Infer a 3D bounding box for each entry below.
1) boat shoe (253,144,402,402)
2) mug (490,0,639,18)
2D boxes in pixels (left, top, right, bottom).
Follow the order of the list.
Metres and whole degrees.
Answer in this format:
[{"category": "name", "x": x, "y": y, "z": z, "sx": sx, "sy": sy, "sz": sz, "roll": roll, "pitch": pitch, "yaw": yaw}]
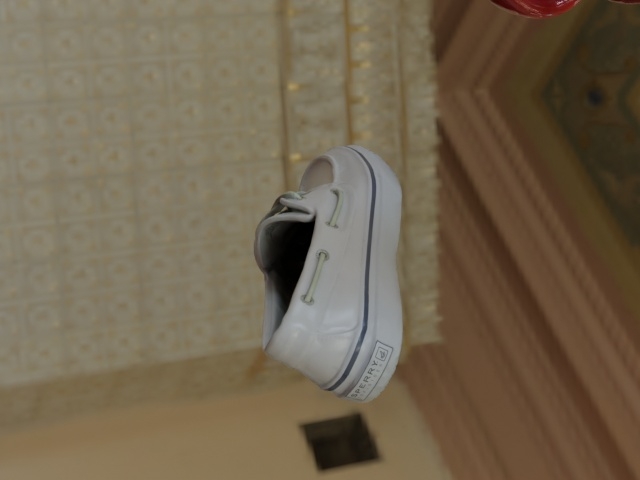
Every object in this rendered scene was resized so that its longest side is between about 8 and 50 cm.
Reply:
[{"category": "boat shoe", "x": 0.000, "y": 0.000, "z": 0.869, "sx": 0.083, "sy": 0.076, "sz": 0.226, "roll": -59, "pitch": -161, "yaw": 23}, {"category": "mug", "x": 0.107, "y": -0.181, "z": 0.583, "sx": 0.113, "sy": 0.150, "sz": 0.169, "roll": -12, "pitch": -51, "yaw": 42}]
